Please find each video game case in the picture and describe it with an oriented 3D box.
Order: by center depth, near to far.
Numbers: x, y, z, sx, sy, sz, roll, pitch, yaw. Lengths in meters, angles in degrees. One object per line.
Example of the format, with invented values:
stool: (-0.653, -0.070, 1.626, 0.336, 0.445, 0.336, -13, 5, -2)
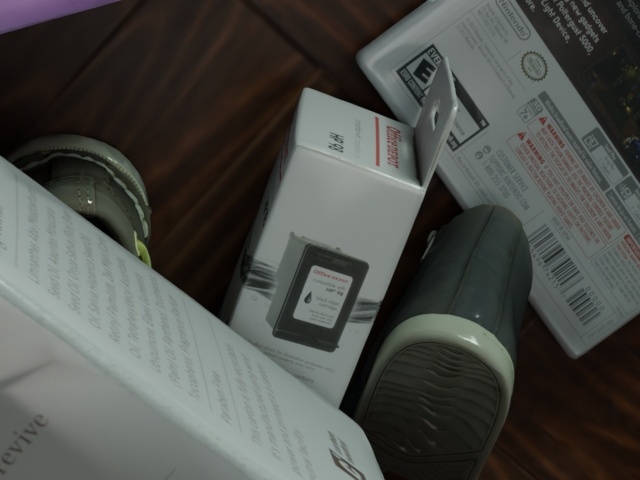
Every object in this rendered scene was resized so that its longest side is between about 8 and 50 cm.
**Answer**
video game case: (0.139, -0.064, 0.847, 0.173, 0.022, 0.190, -36, 107, 2)

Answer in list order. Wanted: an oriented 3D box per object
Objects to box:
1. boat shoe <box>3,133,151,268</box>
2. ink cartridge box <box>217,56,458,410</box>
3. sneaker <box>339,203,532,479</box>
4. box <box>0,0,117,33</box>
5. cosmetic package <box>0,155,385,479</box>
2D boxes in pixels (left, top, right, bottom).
boat shoe: (-0.143, 0.105, 0.810, 0.109, 0.091, 0.305, 11, 103, -12)
ink cartridge box: (0.000, 0.000, 0.787, 0.060, 0.104, 0.180, 19, 107, -5)
sneaker: (0.046, 0.091, 0.850, 0.083, 0.118, 0.222, 28, 129, 0)
box: (-0.131, -0.214, 0.709, 0.214, 0.117, 0.243, -16, 108, -5)
cosmetic package: (-0.207, 0.056, 0.632, 0.453, 0.161, 0.230, 39, 98, -19)
